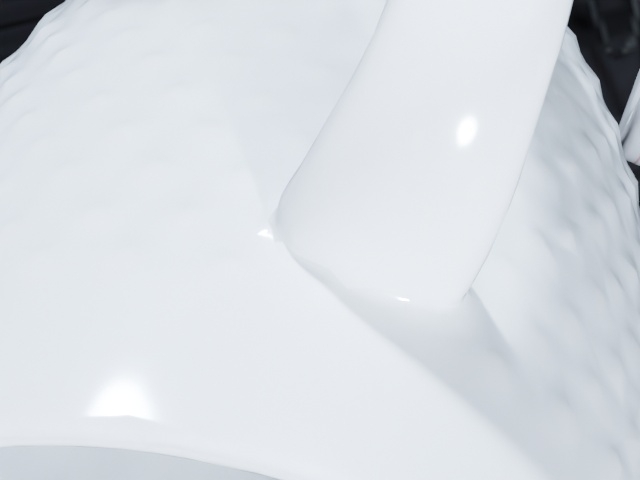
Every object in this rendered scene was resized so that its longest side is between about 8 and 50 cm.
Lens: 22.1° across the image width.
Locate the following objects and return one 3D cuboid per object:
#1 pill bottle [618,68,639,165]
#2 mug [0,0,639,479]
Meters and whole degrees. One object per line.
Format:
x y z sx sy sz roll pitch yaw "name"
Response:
0.374 -0.085 1.190 0.161 0.283 0.161 22 -90 -85 "pill bottle"
0.000 0.000 0.556 0.328 0.276 0.374 -77 8 -45 "mug"
